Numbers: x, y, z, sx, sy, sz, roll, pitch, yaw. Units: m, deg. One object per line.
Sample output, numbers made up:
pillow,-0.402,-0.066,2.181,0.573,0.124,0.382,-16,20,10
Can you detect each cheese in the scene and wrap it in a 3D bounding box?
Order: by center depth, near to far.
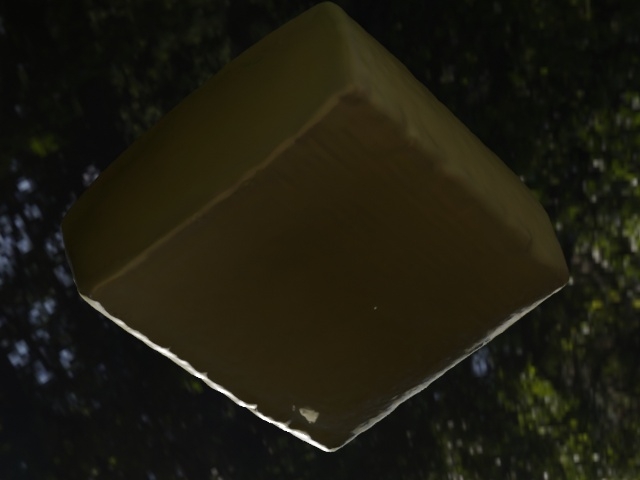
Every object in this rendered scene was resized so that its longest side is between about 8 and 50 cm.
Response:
cheese,0.000,0.000,1.091,0.242,0.265,0.124,-40,-137,13
